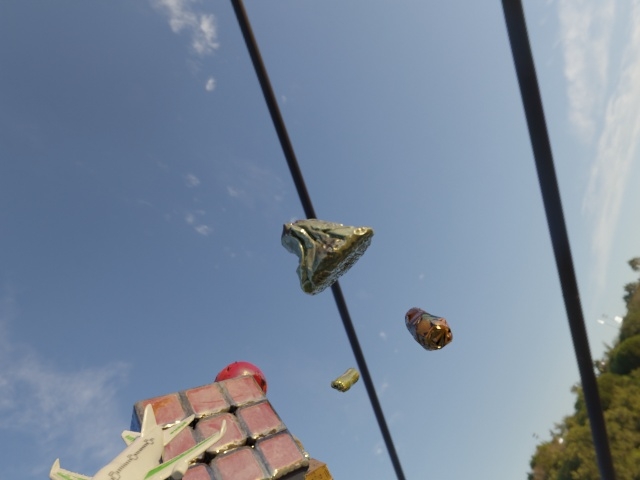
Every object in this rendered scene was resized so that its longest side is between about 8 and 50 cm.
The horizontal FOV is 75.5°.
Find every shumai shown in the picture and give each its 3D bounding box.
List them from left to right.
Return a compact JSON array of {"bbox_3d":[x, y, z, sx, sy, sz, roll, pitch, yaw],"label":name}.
[{"bbox_3d":[0.000,0.000,1.431,0.304,0.263,0.309,-56,-18,27],"label":"shumai"}]

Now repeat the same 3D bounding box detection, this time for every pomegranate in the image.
[{"bbox_3d":[-0.316,0.593,1.620,0.210,0.210,0.235,-1,-75,-47],"label":"pomegranate"}]

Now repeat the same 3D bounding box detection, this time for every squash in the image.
[{"bbox_3d":[0.081,0.440,1.295,0.183,0.052,0.052,8,-77,-68],"label":"squash"}]

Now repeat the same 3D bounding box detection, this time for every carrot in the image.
[{"bbox_3d":[0.213,0.176,0.845,0.229,0.069,0.069,45,-110,-86],"label":"carrot"}]

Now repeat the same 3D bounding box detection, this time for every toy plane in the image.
[{"bbox_3d":[-0.251,0.317,0.544,0.251,0.255,0.101,-14,-82,-1],"label":"toy plane"}]

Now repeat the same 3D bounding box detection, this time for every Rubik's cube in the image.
[{"bbox_3d":[-0.249,0.538,0.935,0.303,0.305,0.301,-1,-62,-36],"label":"Rubik's cube"}]

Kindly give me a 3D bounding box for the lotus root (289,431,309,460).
[{"bbox_3d":[-0.100,0.553,1.104,0.088,0.165,0.088,-54,-26,-42],"label":"lotus root"}]

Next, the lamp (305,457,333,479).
[{"bbox_3d":[-0.047,0.894,1.511,0.185,0.161,0.161,21,-88,-56],"label":"lamp"}]
